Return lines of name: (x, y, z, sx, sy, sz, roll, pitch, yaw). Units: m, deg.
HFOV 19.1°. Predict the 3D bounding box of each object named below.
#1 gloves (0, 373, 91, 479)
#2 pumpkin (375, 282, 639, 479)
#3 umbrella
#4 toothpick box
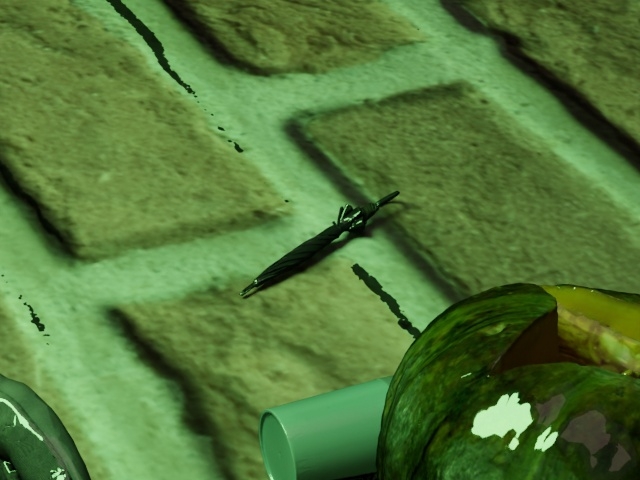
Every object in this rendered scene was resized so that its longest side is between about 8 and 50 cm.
gloves: (-0.204, 0.099, 0.895, 0.285, 0.142, 0.119, 28, 68, 31)
pumpkin: (0.136, 0.115, 0.872, 0.238, 0.159, 0.238, 16, 15, -4)
umbrella: (0.003, -0.001, 1.162, 0.022, 0.022, 0.149, -25, 7, 46)
toothpick box: (0.016, 0.101, 0.977, 0.083, 0.052, 0.052, -13, 37, -21)
